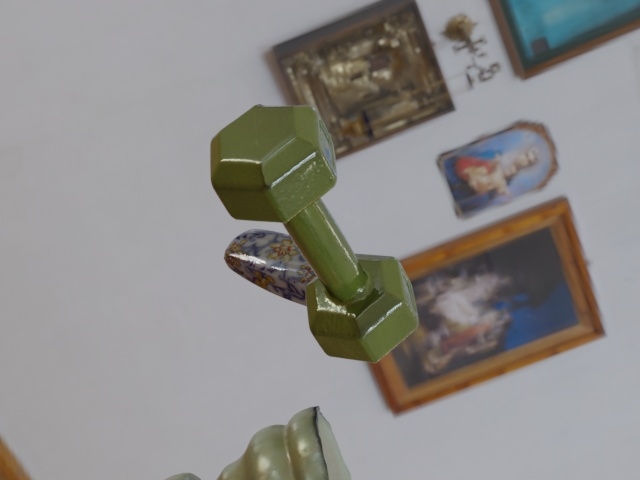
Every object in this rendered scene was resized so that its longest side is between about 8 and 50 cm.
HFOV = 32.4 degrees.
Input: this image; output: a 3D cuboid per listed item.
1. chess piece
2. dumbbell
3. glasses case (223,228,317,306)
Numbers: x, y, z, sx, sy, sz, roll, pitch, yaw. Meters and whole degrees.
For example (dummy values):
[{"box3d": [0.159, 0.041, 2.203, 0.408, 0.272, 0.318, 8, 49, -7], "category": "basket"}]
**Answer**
[{"box3d": [-0.093, 0.243, 0.947, 0.133, 0.243, 0.133, -20, 90, -85], "category": "chess piece"}, {"box3d": [0.000, 0.000, 1.071, 0.302, 0.108, 0.121, 58, 19, -44], "category": "dumbbell"}, {"box3d": [-0.026, 0.044, 1.550, 0.248, 0.087, 0.065, 21, -45, 32], "category": "glasses case"}]
